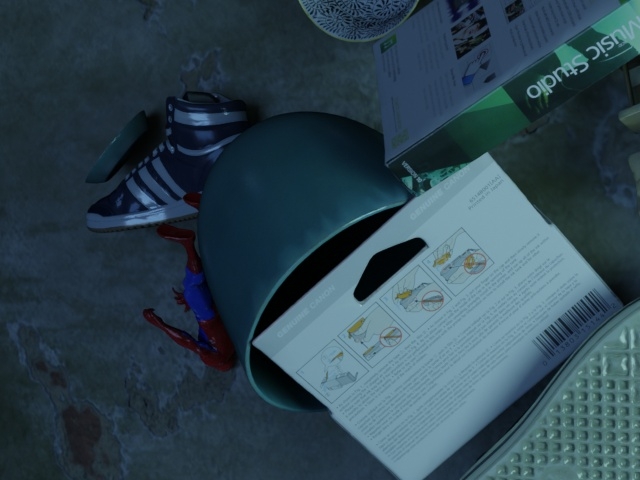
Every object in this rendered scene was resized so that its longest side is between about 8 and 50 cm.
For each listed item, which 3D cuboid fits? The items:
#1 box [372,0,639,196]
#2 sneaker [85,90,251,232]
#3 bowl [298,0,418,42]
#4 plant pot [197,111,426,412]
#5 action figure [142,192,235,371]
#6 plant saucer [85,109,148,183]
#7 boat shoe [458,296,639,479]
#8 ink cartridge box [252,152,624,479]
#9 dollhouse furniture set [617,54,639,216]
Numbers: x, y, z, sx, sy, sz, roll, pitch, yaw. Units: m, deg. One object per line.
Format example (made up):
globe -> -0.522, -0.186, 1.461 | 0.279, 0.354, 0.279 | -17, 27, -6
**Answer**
box -> 0.195, -0.203, 1.089 | 0.322, 0.232, 0.058 | -34, 121, 23
sneaker -> -0.192, -0.099, 1.456 | 0.282, 0.099, 0.153 | -10, 94, 32
bowl -> 0.059, -0.303, 1.262 | 0.170, 0.080, 0.170 | 8, 105, 32
plant pot -> 0.000, 0.000, 1.250 | 0.235, 0.293, 0.293 | 53, 125, 38
action figure -> -0.170, 0.060, 1.436 | 0.139, 0.091, 0.280 | 16, 139, 26
plant saucer -> -0.257, -0.115, 1.488 | 0.021, 0.119, 0.119 | 39, 120, -4
boat shoe -> 0.305, 0.189, 1.169 | 0.500, 0.156, 0.187 | -45, 80, 19
ink cartridge box -> 0.117, 0.073, 1.171 | 0.296, 0.066, 0.261 | -41, 115, 7
dollhouse furniture set -> 0.373, -0.105, 1.101 | 0.129, 0.129, 0.184 | -22, 58, 33
